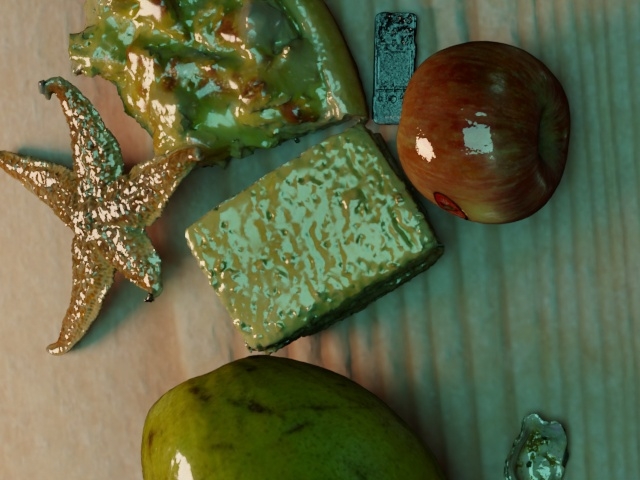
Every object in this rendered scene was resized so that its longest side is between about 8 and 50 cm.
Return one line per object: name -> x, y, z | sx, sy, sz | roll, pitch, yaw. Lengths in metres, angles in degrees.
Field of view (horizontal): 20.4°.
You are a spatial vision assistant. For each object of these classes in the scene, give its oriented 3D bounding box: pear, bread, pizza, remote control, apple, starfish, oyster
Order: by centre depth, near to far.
apple -> 0.128, -0.090, 1.433 | 0.131, 0.146, 0.146 | 9, 99, 28
pear -> -0.013, 0.237, 1.464 | 0.253, 0.253, 0.307 | -35, 75, 20
oyster -> 0.180, 0.192, 1.499 | 0.051, 0.034, 0.093 | 15, 89, 2
bread -> 0.000, 0.000, 1.507 | 0.196, 0.102, 0.138 | -33, 87, 17
remote control -> 0.064, -0.146, 1.515 | 0.039, 0.014, 0.096 | 3, 95, 20
pizza -> -0.115, -0.177, 1.542 | 0.223, 0.089, 0.323 | -44, 80, 15
starfish -> -0.209, -0.026, 1.588 | 0.231, 0.048, 0.295 | 50, 132, 19
